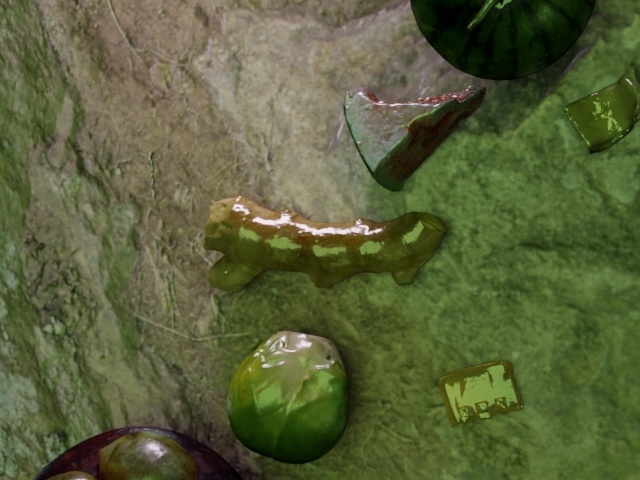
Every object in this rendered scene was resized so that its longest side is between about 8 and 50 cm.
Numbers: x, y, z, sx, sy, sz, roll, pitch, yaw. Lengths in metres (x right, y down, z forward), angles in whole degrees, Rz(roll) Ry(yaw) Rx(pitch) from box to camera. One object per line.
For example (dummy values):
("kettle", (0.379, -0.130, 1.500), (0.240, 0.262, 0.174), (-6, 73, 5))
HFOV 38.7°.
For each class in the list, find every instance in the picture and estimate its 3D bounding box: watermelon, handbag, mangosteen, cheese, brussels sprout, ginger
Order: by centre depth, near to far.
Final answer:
("watermelon", (0.181, -0.256, 0.909), (0.188, 0.215, 0.187), (1, 93, 9))
("cheese", (0.309, -0.138, 0.962), (0.084, 0.041, 0.060), (-36, 73, 32))
("watermelon", (0.101, -0.115, 1.007), (0.158, 0.098, 0.121), (1, 92, 15))
("mangosteen", (-0.221, 0.346, 1.017), (0.301, 0.300, 0.300), (1, 92, 19))
("handbag", (0.179, 0.172, 1.021), (0.083, 0.027, 0.061), (-16, 86, 17))
("brussels sprout", (-0.036, 0.180, 1.048), (0.155, 0.117, 0.155), (0, 82, -1))
("ginger", (-0.001, 0.001, 1.057), (0.299, 0.065, 0.117), (-2, 104, 20))
